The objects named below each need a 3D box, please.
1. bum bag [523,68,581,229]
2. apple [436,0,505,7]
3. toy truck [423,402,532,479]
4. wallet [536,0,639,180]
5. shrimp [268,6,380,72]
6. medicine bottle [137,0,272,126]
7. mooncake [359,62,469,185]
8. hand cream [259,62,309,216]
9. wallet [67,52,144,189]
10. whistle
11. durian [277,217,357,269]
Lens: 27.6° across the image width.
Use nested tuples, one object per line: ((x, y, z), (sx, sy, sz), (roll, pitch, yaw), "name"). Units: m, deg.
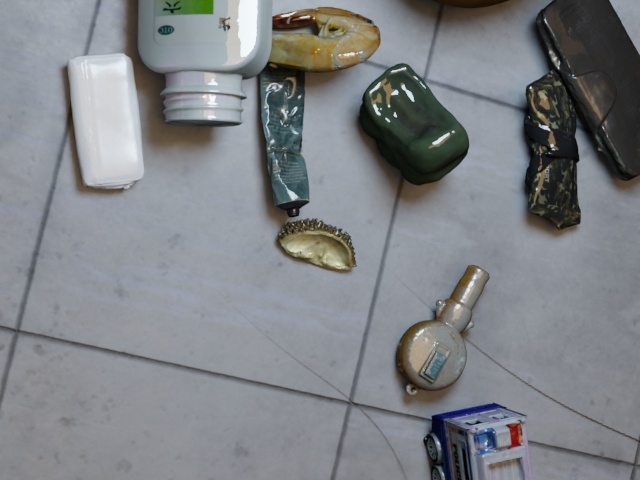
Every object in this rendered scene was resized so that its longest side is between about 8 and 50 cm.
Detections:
((0.356, -0.139, 1.997), (0.102, 0.069, 0.248), (-7, 92, -54), "bum bag")
((0.242, -0.504, 1.833), (0.338, 0.305, 0.339), (0, 89, -19), "apple")
((0.250, 0.387, 1.922), (0.124, 0.155, 0.268), (-9, 94, -18), "toy truck")
((0.452, -0.254, 2.025), (0.165, 0.042, 0.310), (-39, 104, -34), "wallet")
((-0.030, -0.294, 1.854), (0.236, 0.053, 0.133), (3, 56, 10), "shrimp")
((-0.158, -0.320, 1.786), (0.179, 0.124, 0.324), (2, 92, 13), "medicine bottle")
((0.135, -0.166, 1.876), (0.104, 0.175, 0.168), (-32, 126, -15), "mooncake")
((-0.046, -0.157, 1.870), (0.075, 0.052, 0.248), (0, 86, -29), "hand cream")
((-0.295, -0.163, 1.804), (0.095, 0.033, 0.190), (-9, 92, -16), "wallet")
((0.189, 0.137, 1.953), (0.107, 0.057, 0.220), (34, 78, -15), "whistle")
((0.002, 0.004, 1.892), (0.130, 0.052, 0.066), (20, 87, -18), "durian")
